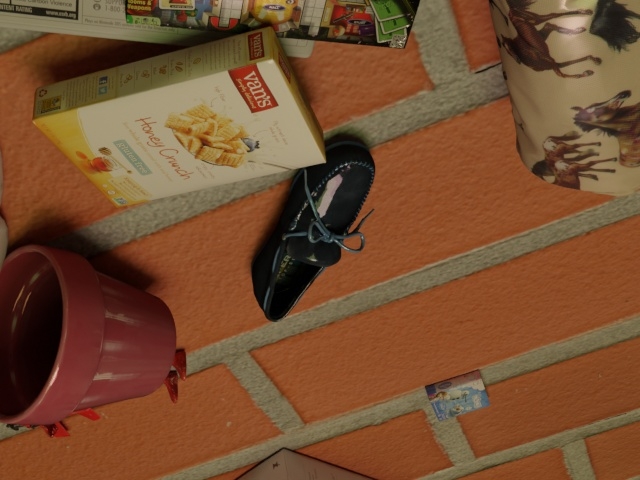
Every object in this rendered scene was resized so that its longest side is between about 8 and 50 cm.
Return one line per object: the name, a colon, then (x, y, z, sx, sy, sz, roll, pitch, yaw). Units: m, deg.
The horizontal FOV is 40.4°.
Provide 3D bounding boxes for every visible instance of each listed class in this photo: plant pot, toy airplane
plant pot: (-0.280, 0.116, 1.026, 0.201, 0.201, 0.180, -41, 146, 28)
toy airplane: (-0.382, 0.249, 1.251, 0.151, 0.028, 0.151, -6, 136, -6)

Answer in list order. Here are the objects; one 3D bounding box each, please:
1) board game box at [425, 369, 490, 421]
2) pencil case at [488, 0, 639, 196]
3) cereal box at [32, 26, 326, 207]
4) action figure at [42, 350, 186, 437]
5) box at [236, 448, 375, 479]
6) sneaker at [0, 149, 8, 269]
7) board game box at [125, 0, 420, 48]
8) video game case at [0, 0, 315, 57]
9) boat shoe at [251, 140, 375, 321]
board game box: (0.222, 0.251, 1.402, 0.090, 0.020, 0.090, -20, 137, 7)
pencil case: (0.217, -0.229, 0.766, 0.160, 0.183, 0.410, -23, 135, 5)
cereal box: (-0.131, -0.112, 0.857, 0.240, 0.047, 0.173, -11, 150, 13)
action figure: (-0.320, 0.202, 1.141, 0.280, 0.139, 0.091, 8, 133, -18)
box: (0.018, 0.533, 1.514, 0.345, 0.215, 0.168, 29, 124, -36)
sneaker: (-0.384, -0.040, 0.908, 0.094, 0.080, 0.212, 11, 135, -7)
board game box: (-0.033, -0.238, 0.750, 0.260, 0.030, 0.136, 1, 135, -14)
video game case: (-0.136, -0.296, 0.713, 0.329, 0.036, 0.300, 3, 136, -15)
boat shoe: (0.000, 0.000, 1.025, 0.109, 0.089, 0.258, 8, 134, -21)
